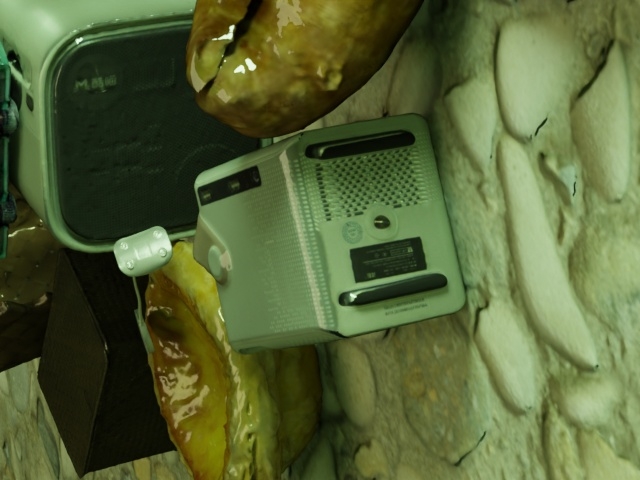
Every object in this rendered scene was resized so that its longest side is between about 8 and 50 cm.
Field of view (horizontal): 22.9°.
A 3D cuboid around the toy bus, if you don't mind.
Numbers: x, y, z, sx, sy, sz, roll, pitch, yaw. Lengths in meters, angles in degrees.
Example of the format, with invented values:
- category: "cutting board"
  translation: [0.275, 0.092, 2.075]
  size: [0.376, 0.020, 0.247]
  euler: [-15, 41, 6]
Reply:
- category: "toy bus"
  translation: [-0.358, -0.090, 1.602]
  size: [0.109, 0.091, 0.261]
  euler: [-117, 29, -43]

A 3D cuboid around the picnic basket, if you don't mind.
- category: "picnic basket"
  translation: [-0.400, -0.019, 2.101]
  size: [0.321, 0.254, 0.291]
  euler: [92, 154, -49]

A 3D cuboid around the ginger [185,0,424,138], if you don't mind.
- category: "ginger"
  translation: [0.010, -0.228, 1.237]
  size: [0.165, 0.172, 0.321]
  euler: [36, 112, 23]

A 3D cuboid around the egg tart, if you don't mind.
- category: "egg tart"
  translation: [-0.087, 0.143, 1.669]
  size: [0.319, 0.128, 0.318]
  euler: [168, 90, -67]

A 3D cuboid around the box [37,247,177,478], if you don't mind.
- category: "box"
  translation: [-0.252, 0.146, 1.996]
  size: [0.184, 0.143, 0.273]
  euler: [60, 148, 35]

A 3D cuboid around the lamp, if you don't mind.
- category: "lamp"
  translation: [-0.176, 0.056, 1.644]
  size: [0.198, 0.056, 0.050]
  euler: [91, 157, -60]

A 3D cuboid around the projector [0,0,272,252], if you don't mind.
- category: "projector"
  translation: [-0.212, -0.155, 1.660]
  size: [0.249, 0.248, 0.248]
  euler: [42, 137, 52]

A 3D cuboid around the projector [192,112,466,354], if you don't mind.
- category: "projector"
  translation: [0.000, 0.000, 1.389]
  size: [0.242, 0.163, 0.177]
  euler: [-13, 88, 61]
